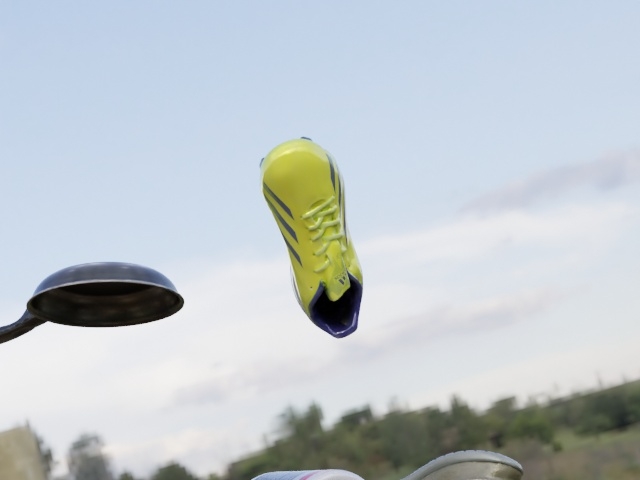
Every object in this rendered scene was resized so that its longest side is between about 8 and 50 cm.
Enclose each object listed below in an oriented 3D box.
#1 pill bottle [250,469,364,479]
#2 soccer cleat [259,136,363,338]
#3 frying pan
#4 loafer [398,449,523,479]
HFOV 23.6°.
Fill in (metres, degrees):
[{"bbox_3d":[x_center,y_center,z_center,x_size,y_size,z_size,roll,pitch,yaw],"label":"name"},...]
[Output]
[{"bbox_3d":[-0.028,0.280,1.503,0.108,0.108,0.180,-9,-3,-33],"label":"pill bottle"},{"bbox_3d":[0.001,0.000,1.713,0.093,0.121,0.289,-21,-39,-5],"label":"soccer cleat"},{"bbox_3d":[-0.309,0.090,1.971,0.197,0.053,0.326,11,-23,-36],"label":"frying pan"},{"bbox_3d":[0.131,0.323,1.818,0.251,0.087,0.094,-25,-39,25],"label":"loafer"}]
